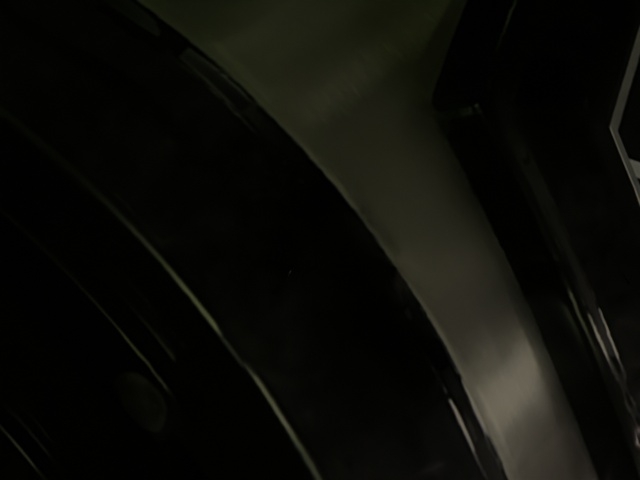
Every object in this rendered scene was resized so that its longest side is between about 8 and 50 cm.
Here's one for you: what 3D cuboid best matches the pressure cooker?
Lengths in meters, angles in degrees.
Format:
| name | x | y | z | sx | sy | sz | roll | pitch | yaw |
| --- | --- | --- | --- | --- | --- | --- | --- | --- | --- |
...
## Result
| name | x | y | z | sx | sy | sz | roll | pitch | yaw |
| --- | --- | --- | --- | --- | --- | --- | --- | --- | --- |
| pressure cooker | -0.005 | -0.001 | 0.649 | 0.420 | 0.375 | 0.370 | -37 | 158 | -47 |
